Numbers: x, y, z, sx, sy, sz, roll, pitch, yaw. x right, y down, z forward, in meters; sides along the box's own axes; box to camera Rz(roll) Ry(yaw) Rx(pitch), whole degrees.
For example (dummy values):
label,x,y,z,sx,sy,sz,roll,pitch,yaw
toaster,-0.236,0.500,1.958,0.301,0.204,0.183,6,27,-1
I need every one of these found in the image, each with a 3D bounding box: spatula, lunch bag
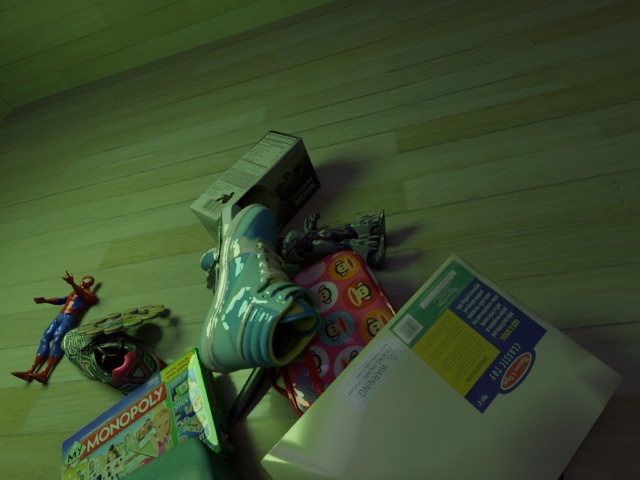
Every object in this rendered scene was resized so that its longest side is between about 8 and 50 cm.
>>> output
label,x,y,z,sx,sy,sz,roll,pitch,yaw
spatula,-0.176,0.334,0.719,0.084,0.030,0.296,17,60,35
lunch bag,0.017,0.180,0.721,0.258,0.120,0.293,-30,45,2

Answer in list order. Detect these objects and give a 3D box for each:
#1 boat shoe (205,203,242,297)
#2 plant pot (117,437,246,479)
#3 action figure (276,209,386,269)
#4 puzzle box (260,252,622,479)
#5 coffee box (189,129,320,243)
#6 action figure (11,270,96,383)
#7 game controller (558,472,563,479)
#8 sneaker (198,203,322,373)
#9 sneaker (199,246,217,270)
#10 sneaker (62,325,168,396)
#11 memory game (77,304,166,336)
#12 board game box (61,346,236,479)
label,x,y,z,sx,sy,sz,roll,pitch,yaw
boat shoe,-0.189,0.076,0.833,0.102,0.108,0.301,-11,83,12
plant pot,-0.178,0.422,0.511,0.247,0.248,0.252,-30,33,-4
action figure,0.000,0.000,0.881,0.285,0.099,0.185,-2,31,10
puzzle box,0.162,0.239,0.532,0.409,0.052,0.272,-42,67,-16
coffee box,-0.150,-0.114,1.003,0.119,0.168,0.297,23,62,36
action figure,-0.659,0.186,0.984,0.091,0.139,0.280,-2,48,20
game controller,0.170,0.364,0.524,0.319,0.067,0.166,-45,49,-17
sneaker,-0.077,0.070,0.693,0.208,0.127,0.319,-9,62,35
sneaker,-0.200,0.069,0.925,0.211,0.080,0.081,5,52,27
sneaker,-0.458,0.239,0.865,0.299,0.112,0.121,8,55,29
memory game,-0.442,0.176,0.899,0.186,0.012,0.186,-11,6,1
board game box,-0.316,0.368,0.711,0.317,0.046,0.213,-36,47,0
